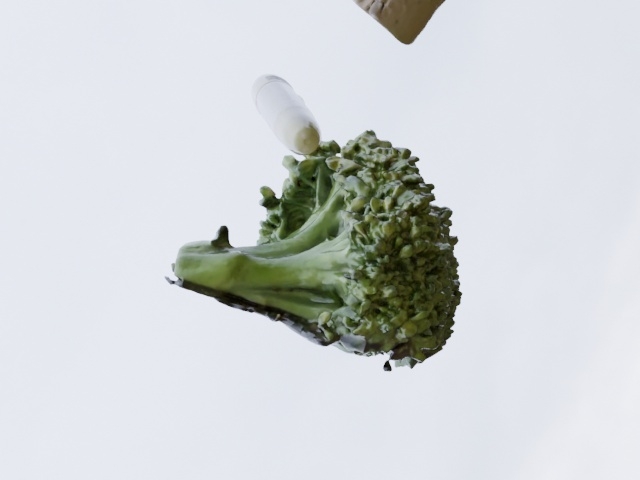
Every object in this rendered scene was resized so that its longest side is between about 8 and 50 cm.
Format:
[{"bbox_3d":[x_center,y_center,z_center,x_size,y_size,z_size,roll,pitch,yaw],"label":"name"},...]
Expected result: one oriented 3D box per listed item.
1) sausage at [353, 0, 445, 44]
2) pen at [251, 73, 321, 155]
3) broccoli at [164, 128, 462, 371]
[{"bbox_3d":[0.121,-0.275,0.978,0.301,0.066,0.066,-58,-22,16],"label":"sausage"},{"bbox_3d":[-0.022,-0.090,1.026,0.032,0.040,0.233,-64,15,10],"label":"pen"},{"bbox_3d":[0.015,-0.009,1.296,0.242,0.273,0.180,-122,52,-67],"label":"broccoli"}]
